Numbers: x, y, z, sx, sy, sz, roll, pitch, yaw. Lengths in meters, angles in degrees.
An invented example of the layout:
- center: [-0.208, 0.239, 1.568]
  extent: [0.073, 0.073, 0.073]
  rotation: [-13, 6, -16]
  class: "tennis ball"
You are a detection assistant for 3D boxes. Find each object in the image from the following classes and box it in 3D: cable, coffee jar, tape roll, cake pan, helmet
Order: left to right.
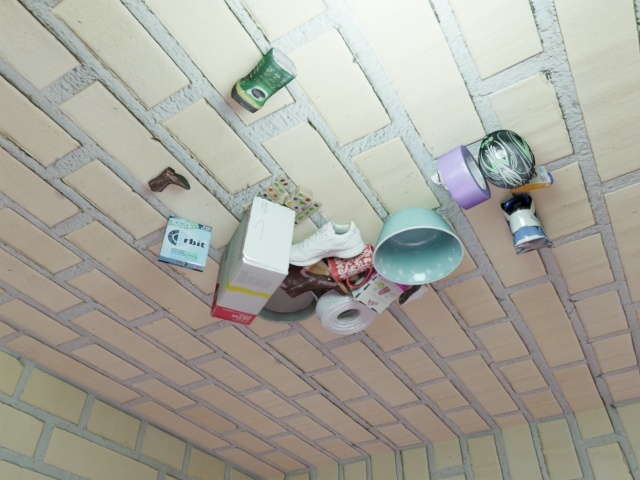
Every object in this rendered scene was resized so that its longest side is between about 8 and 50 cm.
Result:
- center: [-0.158, -0.433, 1.471]
  extent: [0.184, 0.079, 0.096]
  rotation: [-33, 132, 30]
  class: "coffee jar"
- center: [-0.152, 0.247, 2.250]
  extent: [0.293, 0.054, 0.293]
  rotation: [0, 138, 0]
  class: "cake pan"
- center: [0.109, 0.292, 2.243]
  extent: [0.257, 0.089, 0.257]
  rotation: [-1, 136, -18]
  class: "cable"
- center: [0.444, -0.194, 1.657]
  extent: [0.080, 0.189, 0.189]
  rotation: [-29, 131, 29]
  class: "tape roll"
- center: [0.562, -0.239, 1.626]
  extent: [0.170, 0.161, 0.169]
  rotation: [0, 138, 0]
  class: "helmet"

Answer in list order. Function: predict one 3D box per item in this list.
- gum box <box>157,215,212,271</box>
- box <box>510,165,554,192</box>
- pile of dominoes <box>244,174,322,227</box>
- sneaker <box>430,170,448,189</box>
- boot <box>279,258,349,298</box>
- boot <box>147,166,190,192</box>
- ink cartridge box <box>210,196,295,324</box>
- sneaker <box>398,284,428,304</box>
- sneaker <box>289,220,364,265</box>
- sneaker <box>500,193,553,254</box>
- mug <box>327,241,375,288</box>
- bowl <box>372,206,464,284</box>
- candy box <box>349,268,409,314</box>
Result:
- center: [-0.472, 0.011, 1.887]
  extent: [0.157, 0.184, 0.041]
  rotation: [17, 136, -17]
  class: "gum box"
- center: [0.677, -0.199, 1.732]
  extent: [0.136, 0.081, 0.028]
  rotation: [-10, 137, 10]
  class: "box"
- center: [-0.135, -0.104, 1.868]
  extent: [0.196, 0.040, 0.251]
  rotation: [30, 130, -29]
  class: "pile of dominoes"
- center: [0.418, -0.195, 1.767]
  extent: [0.109, 0.040, 0.043]
  rotation: [21, 132, -22]
  class: "sneaker"
- center: [-0.028, 0.168, 2.116]
  extent: [0.207, 0.090, 0.248]
  rotation: [-35, 118, 18]
  class: "boot"
- center: [-0.503, -0.181, 1.783]
  extent: [0.114, 0.037, 0.106]
  rotation: [-32, 116, 26]
  class: "boot"
- center: [-0.239, 0.081, 1.876]
  extent: [0.161, 0.279, 0.384]
  rotation: [18, 140, -17]
  class: "ink cartridge box"
- center: [0.387, 0.230, 2.233]
  extent: [0.061, 0.053, 0.152]
  rotation: [24, 133, -28]
  class: "sneaker"
- center: [0.000, 0.000, 1.955]
  extent: [0.305, 0.114, 0.152]
  rotation: [-12, 123, 7]
  class: "sneaker"
- center: [0.712, -0.060, 1.860]
  extent: [0.128, 0.182, 0.315]
  rotation: [-17, 165, 20]
  class: "sneaker"
- center: [0.135, 0.089, 2.035]
  extent: [0.169, 0.113, 0.150]
  rotation: [-23, 129, 17]
  class: "mug"
- center: [0.333, 0.001, 1.894]
  extent: [0.312, 0.163, 0.311]
  rotation: [-1, 138, -1]
  class: "bowl"
- center: [0.250, 0.161, 2.089]
  extent: [0.159, 0.071, 0.233]
  rotation: [34, 107, -32]
  class: "candy box"
